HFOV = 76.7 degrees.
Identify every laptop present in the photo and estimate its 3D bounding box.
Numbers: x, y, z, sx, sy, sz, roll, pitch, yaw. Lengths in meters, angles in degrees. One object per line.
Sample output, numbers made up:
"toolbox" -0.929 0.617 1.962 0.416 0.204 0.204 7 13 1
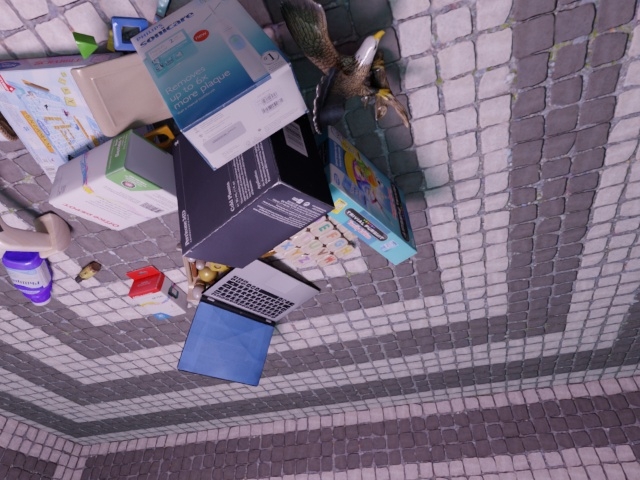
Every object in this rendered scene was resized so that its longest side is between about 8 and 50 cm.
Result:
"laptop" -0.243 0.312 1.487 0.408 0.236 0.382 -36 137 21

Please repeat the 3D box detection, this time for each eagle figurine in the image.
"eagle figurine" 0.039 -0.346 0.829 0.298 0.226 0.225 -11 128 -41

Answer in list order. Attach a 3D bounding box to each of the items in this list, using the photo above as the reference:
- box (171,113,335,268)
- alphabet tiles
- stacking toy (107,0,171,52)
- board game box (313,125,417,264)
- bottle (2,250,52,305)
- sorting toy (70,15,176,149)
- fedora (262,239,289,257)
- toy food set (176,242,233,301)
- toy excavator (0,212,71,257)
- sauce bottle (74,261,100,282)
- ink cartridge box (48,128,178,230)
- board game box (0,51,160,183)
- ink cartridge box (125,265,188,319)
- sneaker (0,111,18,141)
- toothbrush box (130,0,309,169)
"box" -0.173 -0.161 0.942 0.313 0.343 0.179 -31 149 29
"alphabet tiles" 0.000 0.000 1.329 0.278 0.021 0.284 -28 142 14
"stacking toy" -0.337 -0.461 0.844 0.167 0.052 0.221 20 133 -22
"board game box" 0.112 -0.122 1.076 0.079 0.253 0.336 -34 129 31
"bottle" -1.040 0.134 1.460 0.118 0.092 0.282 9 137 -12
"sorting toy" -0.417 -0.331 0.898 0.196 0.047 0.347 -22 153 -18
"fedora" -0.199 -0.022 1.309 0.195 0.079 0.194 -8 142 -7
"toy food set" -0.389 0.129 1.465 0.220 0.092 0.306 4 138 -5
"toy excavator" -0.957 -0.095 1.087 0.223 0.433 0.444 -16 108 16
"sauce bottle" -0.859 0.122 1.487 0.128 0.042 0.042 -30 130 26
"ink cartridge box" -0.500 -0.140 1.029 0.278 0.117 0.201 -15 154 25
"board game box" -0.593 -0.292 1.015 0.318 0.065 0.318 -3 138 1
"ink cartridge box" -0.631 0.204 1.555 0.134 0.078 0.231 -16 135 16
"sneaker" -0.849 -0.346 0.930 0.153 0.099 0.282 -2 141 -2
"toothbrush box" -0.194 -0.317 0.771 0.216 0.295 0.126 -32 152 -1
